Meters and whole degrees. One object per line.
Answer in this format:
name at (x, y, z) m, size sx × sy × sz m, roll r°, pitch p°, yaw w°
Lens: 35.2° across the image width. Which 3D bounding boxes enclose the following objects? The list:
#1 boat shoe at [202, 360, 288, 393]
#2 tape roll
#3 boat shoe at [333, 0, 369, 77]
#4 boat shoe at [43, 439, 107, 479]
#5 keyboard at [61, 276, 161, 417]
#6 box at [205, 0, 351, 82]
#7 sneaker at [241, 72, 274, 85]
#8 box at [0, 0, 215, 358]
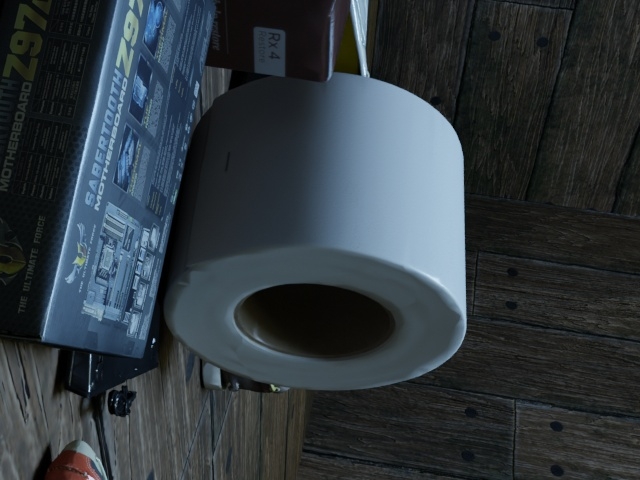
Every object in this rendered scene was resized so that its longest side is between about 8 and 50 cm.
boat shoe at (-0.068, 0.031, 1.065) m, size 0.117 × 0.096 × 0.324 m, roll -74°, pitch 171°, yaw -58°
tape roll at (0.000, 0.000, 0.850) m, size 0.246 × 0.246 × 0.169 m, roll 91°, pitch 3°, yaw -57°
boat shoe at (0.018, -0.206, 1.446) m, size 0.156 × 0.135 × 0.367 m, roll -71°, pitch 165°, yaw -67°
boat shoe at (-0.153, 0.186, 0.656) m, size 0.043 × 0.049 × 0.137 m, roll -79°, pitch 171°, yaw -48°
keyboard at (-0.143, 0.074, 0.710) m, size 0.180 × 0.023 × 0.108 m, roll 9°, pitch 84°, yaw -84°
box at (-0.022, -0.320, 0.773) m, size 0.191 × 0.143 × 0.381 m, roll 93°, pitch 5°, yaw -50°
sneaker at (-0.027, -0.222, 1.095) m, size 0.145 × 0.090 × 0.270 m, roll 38°, pitch 61°, yaw -80°
box at (-0.118, -0.057, 0.539) m, size 0.183 × 0.059 × 0.233 m, roll 68°, pitch 31°, yaw -81°
